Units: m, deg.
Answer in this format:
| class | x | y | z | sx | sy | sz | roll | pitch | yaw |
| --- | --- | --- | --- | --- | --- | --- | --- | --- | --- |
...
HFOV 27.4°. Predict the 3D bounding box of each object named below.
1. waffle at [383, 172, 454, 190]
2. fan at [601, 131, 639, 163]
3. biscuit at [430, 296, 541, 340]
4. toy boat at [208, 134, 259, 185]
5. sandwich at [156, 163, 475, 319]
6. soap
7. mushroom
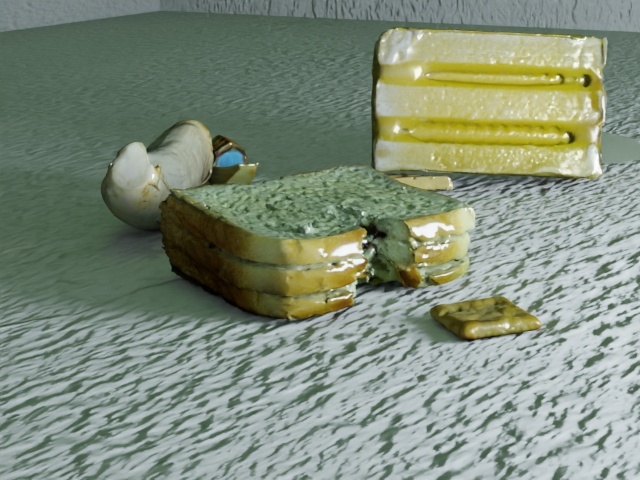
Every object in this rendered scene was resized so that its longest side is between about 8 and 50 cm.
| class | x | y | z | sx | sy | sz | roll | pitch | yaw |
| --- | --- | --- | --- | --- | --- | --- | --- | --- | --- |
| waffle | 0.100 | -0.084 | 1.807 | 0.153 | 0.023 | 0.097 | -5 | 16 | -5 |
| fan | 0.371 | -0.166 | 2.040 | 0.182 | 0.010 | 0.310 | -8 | 24 | -28 |
| biscuit | 0.155 | 0.072 | 1.237 | 0.083 | 0.018 | 0.081 | -6 | 15 | -16 |
| toy boat | -0.130 | -0.110 | 1.855 | 0.065 | 0.066 | 0.172 | -5 | 16 | -22 |
| sandwich | 0.000 | -0.002 | 1.389 | 0.273 | 0.095 | 0.249 | -11 | 21 | -33 |
| soap | 0.225 | -0.182 | 1.787 | 0.315 | 0.199 | 0.091 | 1 | -2 | -3 |
| mushroom | -0.204 | -0.084 | 1.660 | 0.095 | 0.122 | 0.351 | 13 | 10 | 2 |
